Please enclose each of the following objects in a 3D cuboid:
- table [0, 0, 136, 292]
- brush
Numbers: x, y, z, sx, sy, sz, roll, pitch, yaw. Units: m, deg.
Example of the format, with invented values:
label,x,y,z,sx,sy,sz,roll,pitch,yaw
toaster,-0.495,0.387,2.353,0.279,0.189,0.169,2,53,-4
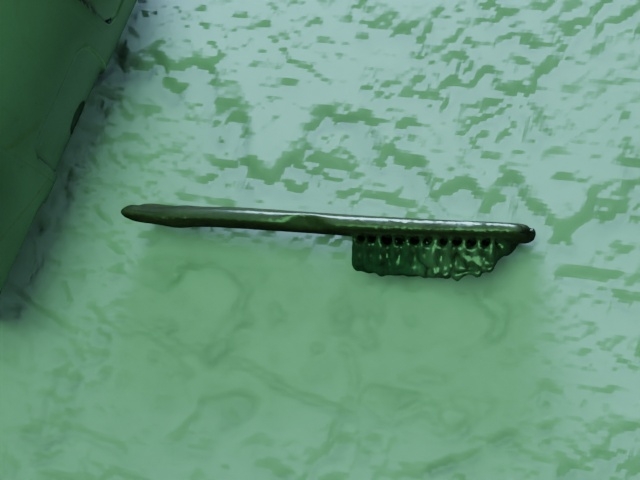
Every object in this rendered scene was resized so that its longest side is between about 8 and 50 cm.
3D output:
label,x,y,z,sx,sy,sz,roll,pitch,yaw
table,-0.171,-0.083,0.573,0.126,0.126,0.220,19,82,22
brush,0.000,0.000,0.545,0.190,0.034,0.028,4,93,18
